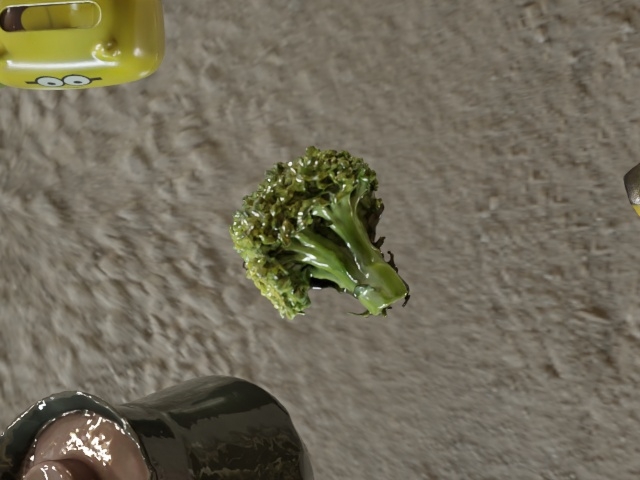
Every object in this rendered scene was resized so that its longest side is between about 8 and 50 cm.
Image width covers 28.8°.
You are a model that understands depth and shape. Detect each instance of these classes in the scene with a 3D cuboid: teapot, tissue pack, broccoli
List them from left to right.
[{"bbox_3d":[-0.249,-0.212,1.239,0.178,0.127,0.123,-2,95,7],"label":"tissue pack"},{"bbox_3d":[-0.168,0.307,1.446,0.362,0.376,0.305,15,80,-57],"label":"teapot"},{"bbox_3d":[-0.013,-0.011,1.698,0.242,0.273,0.180,-47,144,4],"label":"broccoli"}]

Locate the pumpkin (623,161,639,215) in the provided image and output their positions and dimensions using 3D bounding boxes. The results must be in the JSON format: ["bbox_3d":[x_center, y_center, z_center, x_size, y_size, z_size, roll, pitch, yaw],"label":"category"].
[{"bbox_3d":[0.351,0.033,0.922,0.149,0.130,0.254,-31,120,23],"label":"pumpkin"}]

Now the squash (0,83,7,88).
[{"bbox_3d":[-0.362,-0.224,1.438,0.087,0.331,0.087,25,58,-47],"label":"squash"}]
